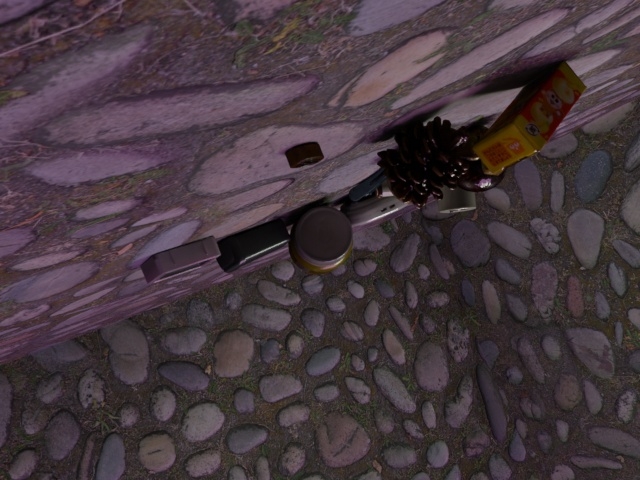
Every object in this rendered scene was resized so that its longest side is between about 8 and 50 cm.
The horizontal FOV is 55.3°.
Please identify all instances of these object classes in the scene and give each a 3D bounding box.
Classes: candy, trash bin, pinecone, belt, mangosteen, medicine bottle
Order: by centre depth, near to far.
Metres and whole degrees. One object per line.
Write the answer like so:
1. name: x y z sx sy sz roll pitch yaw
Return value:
1. belt: -0.031 -0.161 1.179 0.059 0.036 0.083 -25 175 40
2. pinecone: 0.246 -0.188 1.385 0.212 0.186 0.168 -46 -169 25
3. candy: 0.477 -0.280 1.388 0.276 0.088 0.146 -46 -173 -29
4. mangosteen: 0.463 -0.250 1.802 0.192 0.192 0.217 -22 155 -6
5. trash bin: -0.233 0.020 2.025 0.236 0.101 0.177 -24 175 -23
6. medicine bottle: 0.000 0.000 2.134 0.224 0.224 0.384 -22 175 -6

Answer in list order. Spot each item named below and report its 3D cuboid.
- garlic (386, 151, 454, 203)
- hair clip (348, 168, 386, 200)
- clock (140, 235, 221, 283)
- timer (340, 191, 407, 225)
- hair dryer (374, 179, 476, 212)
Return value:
1. garlic: 0.276 -0.182 1.714 0.164 0.145 0.245 -20 170 31
2. hair clip: 0.172 -0.195 1.884 0.083 0.048 0.275 -19 170 -23
3. clock: -0.407 0.058 1.782 0.197 0.063 0.150 -20 176 -35
4. timer: 0.192 -0.131 2.222 0.237 0.087 0.262 -21 -171 -8
5. hair dryer: 0.338 -0.186 2.071 0.362 0.203 0.128 -6 178 -2
